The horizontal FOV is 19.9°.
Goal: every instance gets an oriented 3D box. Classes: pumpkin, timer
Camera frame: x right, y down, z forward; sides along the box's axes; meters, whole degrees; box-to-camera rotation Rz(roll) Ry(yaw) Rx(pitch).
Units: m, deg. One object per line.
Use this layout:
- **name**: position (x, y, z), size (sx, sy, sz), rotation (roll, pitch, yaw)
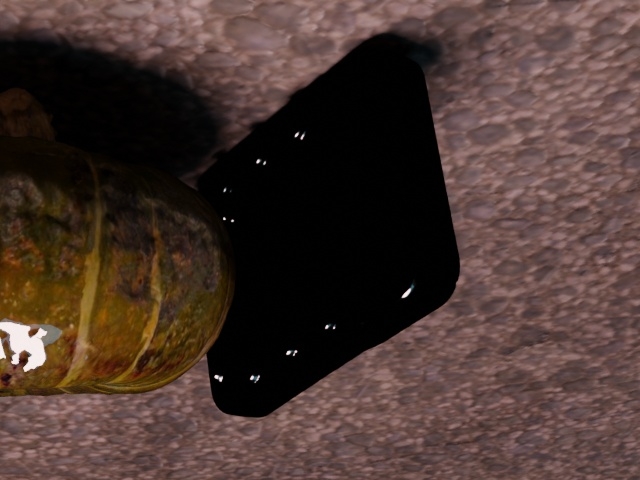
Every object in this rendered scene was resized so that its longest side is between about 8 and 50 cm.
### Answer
- **pumpkin**: position (-0.163, 0.002, 0.947), size (0.219, 0.162, 0.219), rotation (3, 177, 0)
- **timer**: position (0.000, 0.000, 0.968), size (0.055, 0.144, 0.187), rotation (10, 149, -36)
